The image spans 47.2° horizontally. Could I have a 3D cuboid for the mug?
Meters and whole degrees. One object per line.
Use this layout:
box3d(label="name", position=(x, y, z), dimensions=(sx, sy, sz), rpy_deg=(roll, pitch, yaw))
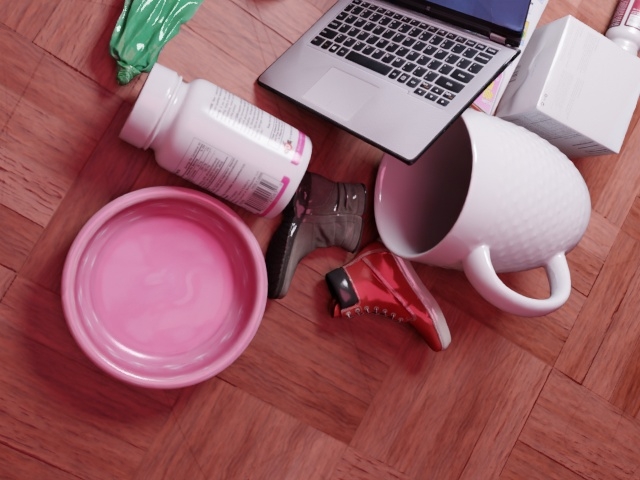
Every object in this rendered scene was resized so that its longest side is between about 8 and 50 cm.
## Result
box3d(label="mug", position=(0.314, -0.035, 1.284), dimensions=(0.328, 0.276, 0.374), rpy_deg=(11, 51, -29))

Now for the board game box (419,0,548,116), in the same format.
box3d(label="board game box", position=(0.296, -0.417, 1.336), dimensions=(0.242, 0.064, 0.316), rpy_deg=(26, 91, -42))

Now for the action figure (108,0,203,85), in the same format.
box3d(label="action figure", position=(-0.283, -0.360, 1.208), dimensions=(0.137, 0.063, 0.232), rpy_deg=(27, 79, -20))

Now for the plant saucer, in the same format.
box3d(label="plant saucer", position=(-0.257, 0.077, 1.220), dimensions=(0.332, 0.084, 0.332), rpy_deg=(0, 91, -19))

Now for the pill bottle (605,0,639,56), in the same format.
box3d(label="pill bottle", position=(0.643, -0.443, 1.514), dimensions=(0.086, 0.086, 0.152), rpy_deg=(27, 84, -18))

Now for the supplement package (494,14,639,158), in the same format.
box3d(label="supplement package", position=(0.487, -0.290, 1.430), dimensions=(0.203, 0.149, 0.194), rpy_deg=(23, 84, -18))

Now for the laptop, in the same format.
box3d(label="laptop", position=(0.110, -0.396, 1.145), dimensions=(0.408, 0.382, 0.236), rpy_deg=(-46, 141, -12))

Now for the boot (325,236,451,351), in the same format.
box3d(label="boot", position=(0.118, 0.134, 1.353), dimensions=(0.176, 0.088, 0.244), rpy_deg=(-35, 94, -15))

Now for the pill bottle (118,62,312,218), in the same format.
box3d(label="pill bottle", position=(-0.171, -0.164, 1.201), dimensions=(0.283, 0.160, 0.160), rpy_deg=(27, 83, -18))

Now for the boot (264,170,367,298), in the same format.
box3d(label="boot", position=(0.000, 0.000, 1.312), dimensions=(0.161, 0.083, 0.246), rpy_deg=(16, 88, -25))
